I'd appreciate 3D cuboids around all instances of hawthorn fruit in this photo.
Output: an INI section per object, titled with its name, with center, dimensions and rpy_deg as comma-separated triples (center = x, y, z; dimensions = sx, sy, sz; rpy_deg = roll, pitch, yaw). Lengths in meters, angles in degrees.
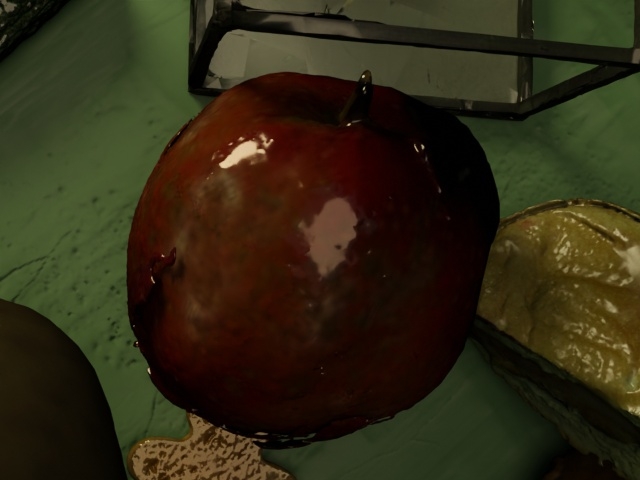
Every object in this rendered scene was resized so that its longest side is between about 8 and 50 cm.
[hawthorn fruit]
center = -0.001, 0.012, 0.796
dimensions = 0.315, 0.316, 0.316
rpy_deg = 0, 88, -12

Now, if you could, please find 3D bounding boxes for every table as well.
[table]
center = 0.070, -0.238, 0.820
dimensions = 0.334, 0.272, 0.222
rpy_deg = 2, 88, -12

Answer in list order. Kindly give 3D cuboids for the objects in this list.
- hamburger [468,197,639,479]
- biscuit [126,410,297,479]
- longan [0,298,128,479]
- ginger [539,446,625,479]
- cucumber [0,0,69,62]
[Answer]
[hamburger]
center = 0.262, 0.065, 0.866
dimensions = 0.211, 0.308, 0.132
rpy_deg = -45, 140, -15
[biscuit]
center = -0.100, 0.225, 0.887
dimensions = 0.158, 0.035, 0.240
rpy_deg = 18, 85, -13
[longan]
center = -0.293, 0.226, 0.701
dimensions = 0.404, 0.336, 0.405
rpy_deg = 9, 77, -40
[ginger]
center = 0.293, 0.241, 0.914
dimensions = 0.165, 0.172, 0.321
rpy_deg = 28, 70, 30
[cucumber]
center = -0.298, -0.178, 0.847
dimensions = 0.265, 0.077, 0.077
rpy_deg = -45, 97, -8
